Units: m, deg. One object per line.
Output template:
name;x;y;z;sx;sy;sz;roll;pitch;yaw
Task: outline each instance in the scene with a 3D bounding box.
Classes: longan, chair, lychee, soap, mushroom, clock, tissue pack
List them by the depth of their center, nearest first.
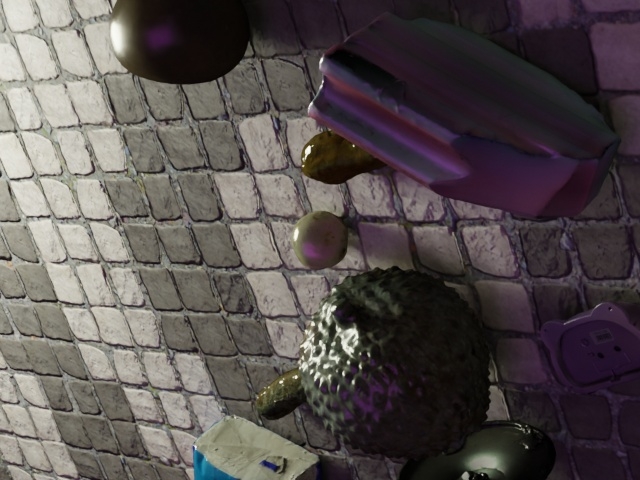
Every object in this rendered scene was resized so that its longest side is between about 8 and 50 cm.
soap;0.172;-0.140;1.494;0.323;0.193;0.109;32;136;19
clock;0.354;0.124;1.622;0.152;0.050;0.110;-26;99;46
longan;-0.187;-0.284;1.720;0.189;0.189;0.189;22;130;28
lychee;0.102;0.165;1.724;0.255;0.255;0.274;-3;145;42
chair;0.265;0.476;1.812;0.226;0.226;0.401;0;119;40
mushroom;0.000;0.000;1.826;0.083;0.083;0.067;45;179;6
tissue pack;-0.107;0.451;2.175;0.209;0.137;0.270;21;129;27

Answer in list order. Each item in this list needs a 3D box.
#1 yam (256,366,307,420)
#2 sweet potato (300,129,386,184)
yam;-0.006;0.210;1.985;0.061;0.061;0.274;53;137;-2
sweet potato;0.057;-0.128;1.699;0.233;0.062;0.081;-27;97;44
